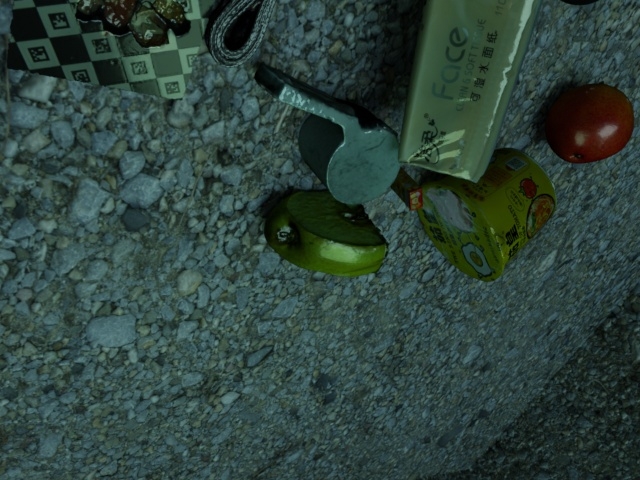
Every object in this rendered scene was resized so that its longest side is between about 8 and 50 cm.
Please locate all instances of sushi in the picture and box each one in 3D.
[{"bbox_3d":[-0.343,-0.378,0.792,0.289,0.050,0.264,3,137,-34],"label":"sushi"}]

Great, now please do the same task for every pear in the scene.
[{"bbox_3d":[0.000,0.000,1.153,0.255,0.238,0.164,-4,133,-29],"label":"pear"}]

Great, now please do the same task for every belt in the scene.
[{"bbox_3d":[-0.090,-0.469,0.831,0.126,0.094,0.360,25,110,-41],"label":"belt"}]

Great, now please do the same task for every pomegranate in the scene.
[{"bbox_3d":[0.756,-0.340,1.337,0.257,0.220,0.221,-53,138,-19],"label":"pomegranate"}]

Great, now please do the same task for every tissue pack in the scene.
[{"bbox_3d":[0.307,-0.376,0.968,0.205,0.332,0.405,15,126,14],"label":"tissue pack"}]

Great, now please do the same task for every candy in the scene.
[{"bbox_3d":[0.224,-0.137,1.250,0.037,0.122,0.062,-21,132,-8],"label":"candy"}]

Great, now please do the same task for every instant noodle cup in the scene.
[{"bbox_3d":[0.463,-0.086,1.313,0.254,0.325,0.326,-34,135,-13],"label":"instant noodle cup"}]

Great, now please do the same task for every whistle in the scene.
[{"bbox_3d":[0.035,-0.243,1.027,0.188,0.168,0.405,-36,134,1],"label":"whistle"}]

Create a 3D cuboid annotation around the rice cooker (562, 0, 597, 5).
[{"bbox_3d":[0.584,-0.631,0.980,0.226,0.241,0.280,-25,163,-14],"label":"rice cooker"}]
